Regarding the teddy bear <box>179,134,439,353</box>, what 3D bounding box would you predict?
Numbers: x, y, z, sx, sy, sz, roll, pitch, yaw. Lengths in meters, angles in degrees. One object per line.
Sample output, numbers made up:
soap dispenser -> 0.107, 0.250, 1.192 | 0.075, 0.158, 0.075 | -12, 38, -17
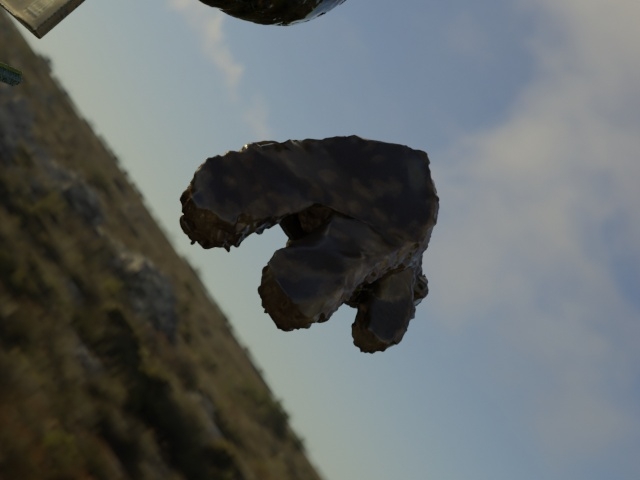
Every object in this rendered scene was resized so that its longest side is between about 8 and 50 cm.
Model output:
teddy bear -> -0.007, 0.005, 1.349 | 0.246, 0.296, 0.222 | 49, -41, 16

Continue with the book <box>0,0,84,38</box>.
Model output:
book -> -0.356, -0.445, 2.188 | 0.217, 0.310, 0.021 | 40, -12, 48

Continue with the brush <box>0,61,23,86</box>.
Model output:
brush -> -0.381, -0.202, 1.671 | 0.083, 0.018, 0.021 | 28, 50, -52

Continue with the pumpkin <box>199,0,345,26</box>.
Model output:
pumpkin -> -0.079, -0.374, 1.532 | 0.320, 0.192, 0.320 | 32, 37, -28
